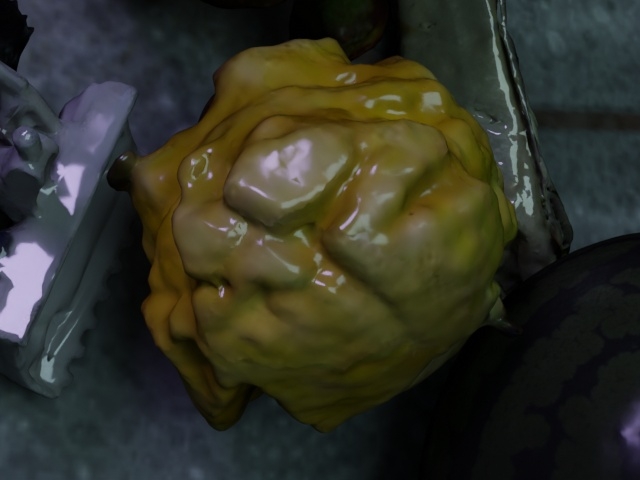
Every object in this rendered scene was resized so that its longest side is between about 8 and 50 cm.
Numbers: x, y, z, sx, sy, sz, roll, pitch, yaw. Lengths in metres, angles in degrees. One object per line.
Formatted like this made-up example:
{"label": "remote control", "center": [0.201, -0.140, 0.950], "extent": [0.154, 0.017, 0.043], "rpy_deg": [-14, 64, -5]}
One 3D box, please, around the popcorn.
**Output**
{"label": "popcorn", "center": [0.000, 0.000, 0.569], "extent": [0.152, 0.167, 0.148], "rpy_deg": [42, 66, 11]}

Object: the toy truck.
{"label": "toy truck", "center": [-0.170, -0.055, 0.508], "extent": [0.286, 0.111, 0.136], "rpy_deg": [31, 67, -25]}

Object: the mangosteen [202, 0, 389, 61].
{"label": "mangosteen", "center": [-0.011, -0.188, 0.568], "extent": [0.228, 0.228, 0.265], "rpy_deg": [-22, 116, -31]}

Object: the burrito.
{"label": "burrito", "center": [0.063, -0.073, 0.674], "extent": [0.058, 0.063, 0.229], "rpy_deg": [1, 79, -58]}

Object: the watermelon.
{"label": "watermelon", "center": [0.138, 0.104, 0.605], "extent": [0.212, 0.212, 0.212], "rpy_deg": [5, 80, -29]}
